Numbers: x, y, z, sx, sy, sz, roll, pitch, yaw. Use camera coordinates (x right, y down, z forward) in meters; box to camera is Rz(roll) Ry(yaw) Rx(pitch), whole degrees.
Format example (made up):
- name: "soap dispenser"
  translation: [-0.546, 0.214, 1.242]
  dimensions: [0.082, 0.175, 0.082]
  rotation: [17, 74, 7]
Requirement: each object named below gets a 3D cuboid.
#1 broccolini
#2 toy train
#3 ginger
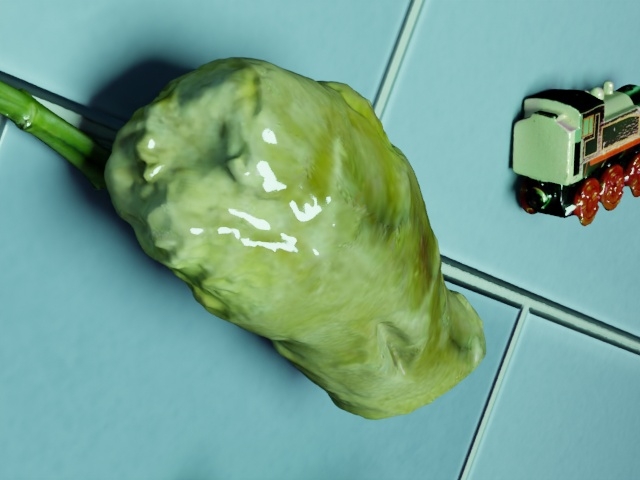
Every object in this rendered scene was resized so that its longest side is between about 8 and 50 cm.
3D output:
- name: "broccolini"
  translation: [-0.138, -0.062, 0.501]
  dimensions: [0.044, 0.042, 0.218]
  rotation: [-62, 145, -10]
- name: "toy train"
  translation: [0.180, -0.063, 0.907]
  dimensions: [0.138, 0.050, 0.087]
  rotation: [-23, 120, -46]
- name: "ginger"
  translation: [0.000, 0.000, 0.653]
  dimensions: [0.263, 0.109, 0.116]
  rotation: [48, 32, -52]
